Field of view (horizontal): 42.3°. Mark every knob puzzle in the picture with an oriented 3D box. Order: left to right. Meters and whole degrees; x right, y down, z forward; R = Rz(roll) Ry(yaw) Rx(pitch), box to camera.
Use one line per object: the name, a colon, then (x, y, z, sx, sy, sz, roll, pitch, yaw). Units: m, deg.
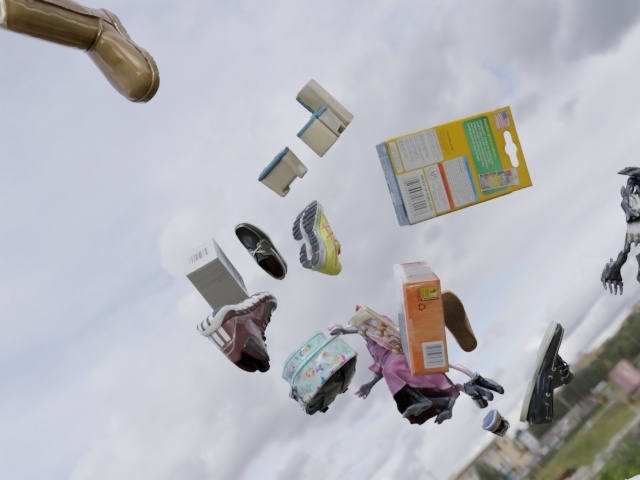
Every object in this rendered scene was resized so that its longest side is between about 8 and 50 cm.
knob puzzle: (0.153, 0.221, 1.817, 0.030, 0.213, 0.213, -57, -18, -18)

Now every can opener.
can opener: (0.352, 0.315, 1.750, 0.059, 0.073, 0.186, -38, -5, -10)

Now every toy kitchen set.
toy kitchen set: (-0.047, -0.208, 1.672, 0.166, 0.122, 0.207, -45, 6, 26)

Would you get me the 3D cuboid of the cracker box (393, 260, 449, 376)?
cracker box: (0.172, 0.128, 1.435, 0.067, 0.155, 0.232, -7, 6, 1)

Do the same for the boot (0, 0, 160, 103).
boot: (-0.426, -0.339, 1.392, 0.089, 0.236, 0.269, -49, -25, 19)

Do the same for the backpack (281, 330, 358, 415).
backpack: (0.003, 0.391, 2.511, 0.225, 0.191, 0.253, -40, -14, -22)

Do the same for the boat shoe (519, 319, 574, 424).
boat shoe: (0.649, 0.381, 2.316, 0.127, 0.113, 0.340, -43, -33, -63)

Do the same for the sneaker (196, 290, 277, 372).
sneaker: (-0.148, 0.215, 1.826, 0.106, 0.162, 0.281, -43, -12, 25)

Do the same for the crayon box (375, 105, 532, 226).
crayon box: (0.313, -0.174, 1.937, 0.323, 0.203, 0.083, -17, 2, -13)

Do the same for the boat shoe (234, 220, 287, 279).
boat shoe: (-0.191, 0.033, 2.672, 0.084, 0.233, 0.079, -36, 17, 17)

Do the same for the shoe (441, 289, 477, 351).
shoe: (0.391, 0.230, 2.408, 0.077, 0.058, 0.219, -26, -67, 3)

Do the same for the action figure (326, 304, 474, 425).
action figure: (0.188, 0.275, 2.057, 0.276, 0.370, 0.248, -27, -41, -8)

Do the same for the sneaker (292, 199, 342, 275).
sneaker: (0.000, 0.000, 1.779, 0.094, 0.208, 0.081, 29, -53, -30)

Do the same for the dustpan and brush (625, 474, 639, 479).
dustpan and brush: (0.584, 0.391, 1.236, 0.211, 0.147, 0.060, -20, -54, -6)

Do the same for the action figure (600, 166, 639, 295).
action figure: (0.581, -0.031, 1.424, 0.164, 0.141, 0.275, 0, -54, -8)

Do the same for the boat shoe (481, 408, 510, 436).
boat shoe: (0.503, 0.519, 2.346, 0.066, 0.066, 0.183, -54, -12, 4)

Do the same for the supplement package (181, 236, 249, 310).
supplement package: (-0.292, 0.100, 2.292, 0.105, 0.105, 0.179, -30, -53, 3)
